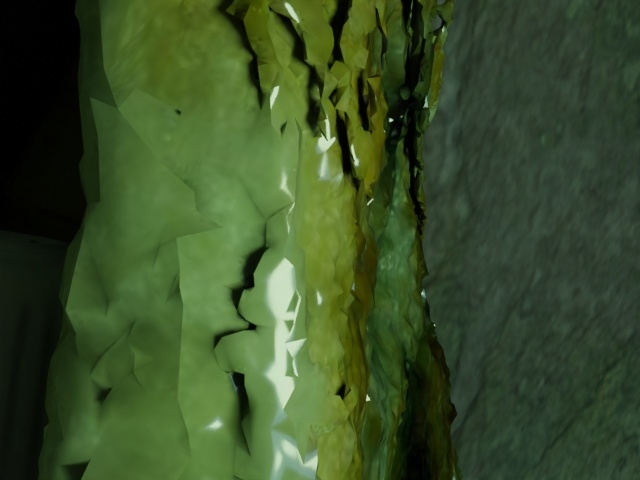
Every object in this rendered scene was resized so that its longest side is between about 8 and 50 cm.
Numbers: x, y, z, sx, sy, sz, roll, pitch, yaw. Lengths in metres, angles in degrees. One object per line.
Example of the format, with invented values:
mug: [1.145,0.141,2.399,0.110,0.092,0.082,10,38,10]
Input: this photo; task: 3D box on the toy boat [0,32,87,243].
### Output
toy boat: [-0.037,-0.060,0.658,0.226,0.068,0.088,-65,150,-11]

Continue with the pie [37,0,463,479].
pie: [0.000,0.000,0.511,0.296,0.078,0.371,-34,123,-75]

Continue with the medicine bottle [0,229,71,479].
medicine bottle: [-0.159,0.182,0.487,0.242,0.242,0.395,10,85,-55]
